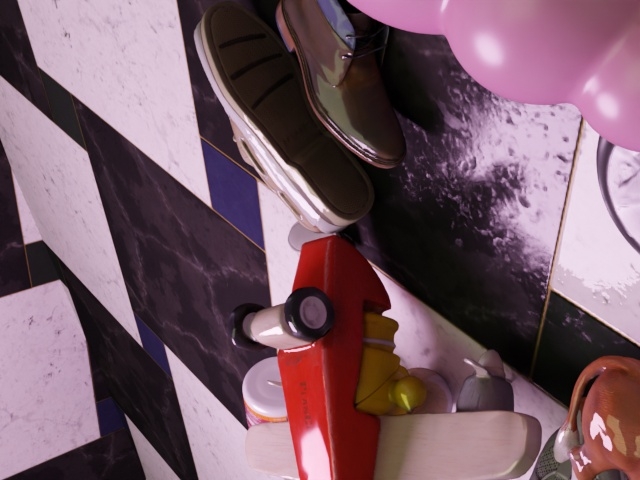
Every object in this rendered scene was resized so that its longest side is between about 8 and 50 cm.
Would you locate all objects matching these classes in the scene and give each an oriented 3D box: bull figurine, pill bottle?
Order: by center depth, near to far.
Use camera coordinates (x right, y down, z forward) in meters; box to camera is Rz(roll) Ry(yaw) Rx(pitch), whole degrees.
[{"bbox_3d":[0.335,0.236,0.716,0.310,0.101,0.188,49,142,21],"label":"bull figurine"},{"bbox_3d":[-0.066,0.315,1.443,0.121,0.121,0.221,37,145,35],"label":"pill bottle"}]

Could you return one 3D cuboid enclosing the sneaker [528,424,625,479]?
[{"bbox_3d":[0.231,0.325,0.855,0.105,0.115,0.281,19,93,43],"label":"sneaker"}]

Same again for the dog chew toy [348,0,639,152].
[{"bbox_3d":[0.143,-0.183,0.528,0.332,0.206,0.207,44,150,12],"label":"dog chew toy"}]

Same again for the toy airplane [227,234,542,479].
[{"bbox_3d":[0.061,0.234,0.989,0.386,0.272,0.384,44,125,39],"label":"toy airplane"}]

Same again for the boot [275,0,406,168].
[{"bbox_3d":[0.031,-0.180,0.830,0.219,0.082,0.106,58,155,6],"label":"boot"}]

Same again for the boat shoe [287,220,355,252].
[{"bbox_3d":[0.000,0.000,1.108,0.125,0.038,0.046,7,80,56],"label":"boat shoe"}]

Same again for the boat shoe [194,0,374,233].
[{"bbox_3d":[-0.061,-0.136,0.992,0.302,0.113,0.103,58,147,-1],"label":"boat shoe"}]

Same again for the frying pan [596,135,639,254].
[{"bbox_3d":[0.302,0.017,0.625,0.197,0.053,0.326,6,120,58],"label":"frying pan"}]
